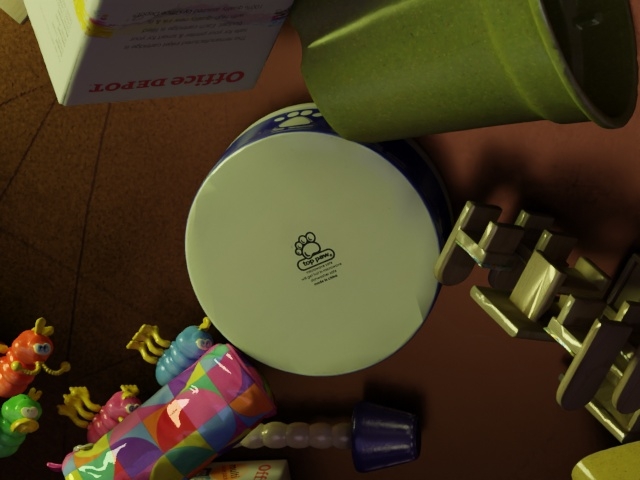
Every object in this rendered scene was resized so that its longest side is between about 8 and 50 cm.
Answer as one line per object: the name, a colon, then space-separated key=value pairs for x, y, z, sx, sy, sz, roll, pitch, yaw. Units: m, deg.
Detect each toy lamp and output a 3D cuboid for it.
toy lamp: x=-0.029 y=0.209 z=1.665 sx=0.274 sy=0.080 sz=0.080 roll=1 pitch=109 yaw=14

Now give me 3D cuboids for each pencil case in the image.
pencil case: x=-0.158 y=0.200 z=1.583 sx=0.236 sy=0.104 sz=0.104 roll=-35 pitch=100 yaw=-3

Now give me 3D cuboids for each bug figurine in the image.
bug figurine: x=-0.243 y=0.152 z=1.603 sx=0.216 sy=0.279 sz=0.072 roll=-53 pitch=51 yaw=37

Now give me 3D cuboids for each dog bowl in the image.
dog bowl: x=0.000 y=0.000 z=1.569 sx=0.264 sy=0.104 sz=0.265 roll=3 pitch=110 yaw=9

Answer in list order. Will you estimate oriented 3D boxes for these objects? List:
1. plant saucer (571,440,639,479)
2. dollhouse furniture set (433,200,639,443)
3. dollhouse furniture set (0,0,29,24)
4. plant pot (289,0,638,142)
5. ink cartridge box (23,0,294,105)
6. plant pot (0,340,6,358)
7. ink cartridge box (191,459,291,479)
plant saucer: x=0.450 y=0.327 z=1.529 sx=0.332 sy=0.081 sz=0.333 roll=-17 pitch=114 yaw=10
dollhouse furniture set: x=0.241 y=0.096 z=1.484 sx=0.242 sy=0.212 sz=0.161 roll=8 pitch=117 yaw=-38
dollhouse furniture set: x=-0.303 y=-0.406 z=1.427 sx=0.303 sy=0.174 sz=0.355 roll=39 pitch=111 yaw=-13
plant pot: x=0.121 y=-0.205 z=1.411 sx=0.253 sy=0.276 sz=0.276 roll=-14 pitch=106 yaw=28
ink cartridge box: x=-0.137 y=-0.280 z=1.361 sx=0.197 sy=0.198 sz=0.270 roll=66 pitch=148 yaw=26
plant pot: x=-0.513 y=0.136 z=1.649 sx=0.243 sy=0.275 sz=0.275 roll=42 pitch=112 yaw=6
ink cartridge box: x=-0.147 y=0.351 z=1.685 sx=0.232 sy=0.171 sz=0.168 roll=-4 pitch=109 yaw=11
